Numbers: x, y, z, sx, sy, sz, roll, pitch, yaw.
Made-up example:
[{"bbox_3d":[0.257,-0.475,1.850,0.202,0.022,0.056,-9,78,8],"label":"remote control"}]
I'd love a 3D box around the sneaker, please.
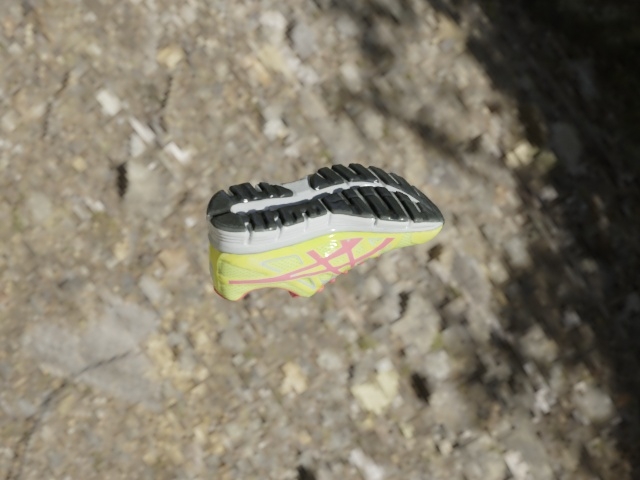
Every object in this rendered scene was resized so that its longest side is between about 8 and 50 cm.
[{"bbox_3d":[0.000,0.000,1.199,0.209,0.094,0.081,-6,36,-26],"label":"sneaker"}]
